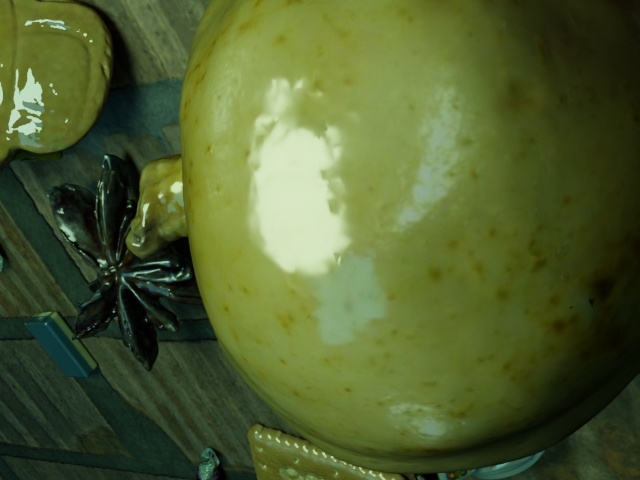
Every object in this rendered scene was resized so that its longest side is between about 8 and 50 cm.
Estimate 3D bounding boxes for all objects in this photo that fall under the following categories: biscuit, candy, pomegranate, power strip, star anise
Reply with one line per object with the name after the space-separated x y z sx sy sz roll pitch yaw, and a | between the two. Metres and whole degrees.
0.010 0.353 1.297 0.249 0.030 0.160 14 135 22 | biscuit
-0.179 0.396 1.456 0.045 0.043 0.175 28 140 24 | candy
0.060 -0.036 0.620 0.411 0.411 0.411 19 136 19 | pomegranate
-0.400 0.163 1.392 0.056 0.032 0.123 -5 126 38 | power strip
-0.400 -0.194 0.908 0.375 0.051 0.269 7 95 -2 | biscuit
-0.230 0.023 1.086 0.212 0.129 0.283 1 121 25 | star anise

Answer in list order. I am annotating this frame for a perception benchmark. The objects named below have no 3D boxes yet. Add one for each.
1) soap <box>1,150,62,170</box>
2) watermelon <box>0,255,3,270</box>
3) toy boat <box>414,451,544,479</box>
-0.488 -0.214 1.004 0.338 0.169 0.304 -1 116 11 | soap
-0.528 -0.020 1.284 0.094 0.081 0.180 -19 134 25 | watermelon
0.112 0.211 1.024 0.269 0.141 0.141 18 138 40 | toy boat
